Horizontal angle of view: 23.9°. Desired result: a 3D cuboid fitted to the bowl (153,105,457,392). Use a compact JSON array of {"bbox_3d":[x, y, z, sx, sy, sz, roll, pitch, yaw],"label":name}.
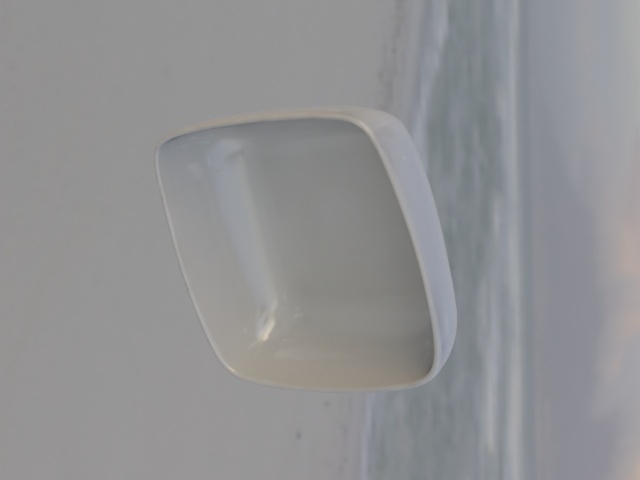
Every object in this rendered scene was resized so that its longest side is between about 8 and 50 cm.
[{"bbox_3d":[0.000,0.000,0.722,0.053,0.142,0.142,-36,116,-48],"label":"bowl"}]
